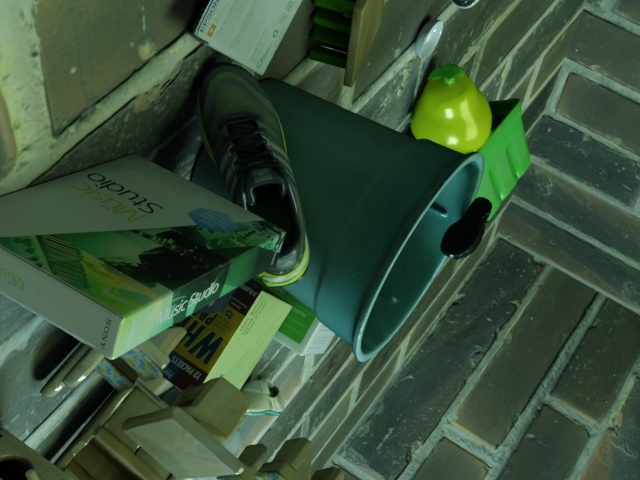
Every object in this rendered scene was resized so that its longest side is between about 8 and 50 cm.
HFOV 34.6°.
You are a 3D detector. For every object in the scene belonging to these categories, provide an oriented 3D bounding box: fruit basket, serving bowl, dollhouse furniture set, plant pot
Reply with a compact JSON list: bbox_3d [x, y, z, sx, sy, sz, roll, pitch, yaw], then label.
[{"bbox_3d":[0.282,-0.219,2.296,0.392,0.283,0.392,2,87,-40],"label":"fruit basket"},{"bbox_3d":[0.209,-0.402,2.030,0.083,0.027,0.083,-53,163,-24],"label":"serving bowl"},{"bbox_3d":[-0.243,0.316,1.415,0.256,0.362,0.394,-52,-168,-28],"label":"dollhouse furniture set"},{"bbox_3d":[0.010,-0.052,1.511,0.341,0.334,0.341,-52,162,-25],"label":"plant pot"}]

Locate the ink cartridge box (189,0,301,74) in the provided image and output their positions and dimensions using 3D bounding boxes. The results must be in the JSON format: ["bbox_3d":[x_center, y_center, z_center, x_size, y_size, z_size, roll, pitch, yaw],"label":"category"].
[{"bbox_3d":[-0.077,-0.332,1.271,0.223,0.045,0.224,-61,163,5],"label":"ink cartridge box"}]

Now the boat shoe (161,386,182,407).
[{"bbox_3d":[-0.284,0.352,1.755,0.103,0.118,0.320,-65,171,22],"label":"boat shoe"}]

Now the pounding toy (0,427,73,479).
[{"bbox_3d":[-0.363,0.336,1.318,0.094,0.206,0.181,-34,150,-56],"label":"pounding toy"}]

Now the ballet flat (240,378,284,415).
[{"bbox_3d":[-0.138,0.343,2.258,0.086,0.086,0.248,-58,165,-3],"label":"ballet flat"}]

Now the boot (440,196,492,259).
[{"bbox_3d":[0.215,-0.002,1.538,0.121,0.045,0.099,-52,166,-25],"label":"boot"}]

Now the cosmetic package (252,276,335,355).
[{"bbox_3d":[0.000,0.000,1.824,0.366,0.197,0.155,-62,164,4],"label":"cosmetic package"}]

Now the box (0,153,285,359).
[{"bbox_3d":[-0.214,0.002,1.125,0.322,0.232,0.058,-33,145,-58],"label":"box"}]

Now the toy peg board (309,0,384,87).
[{"bbox_3d":[0.043,-0.353,1.577,0.161,0.079,0.161,98,12,-54],"label":"toy peg board"}]

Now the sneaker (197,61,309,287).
[{"bbox_3d":[-0.078,-0.092,1.306,0.111,0.300,0.121,-20,175,-10],"label":"sneaker"}]

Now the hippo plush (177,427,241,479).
[{"bbox_3d":[-0.182,0.500,1.976,0.234,0.236,0.294,-40,174,-38],"label":"hippo plush"}]

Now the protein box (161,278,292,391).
[{"bbox_3d":[-0.173,0.142,1.664,0.200,0.136,0.201,-58,164,-3],"label":"protein box"}]

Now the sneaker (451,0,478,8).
[{"bbox_3d":[0.243,-0.511,1.819,0.153,0.101,0.269,-46,153,-36],"label":"sneaker"}]

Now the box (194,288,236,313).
[{"bbox_3d":[-0.195,0.020,1.348,0.093,0.156,0.158,-60,164,6],"label":"box"}]
